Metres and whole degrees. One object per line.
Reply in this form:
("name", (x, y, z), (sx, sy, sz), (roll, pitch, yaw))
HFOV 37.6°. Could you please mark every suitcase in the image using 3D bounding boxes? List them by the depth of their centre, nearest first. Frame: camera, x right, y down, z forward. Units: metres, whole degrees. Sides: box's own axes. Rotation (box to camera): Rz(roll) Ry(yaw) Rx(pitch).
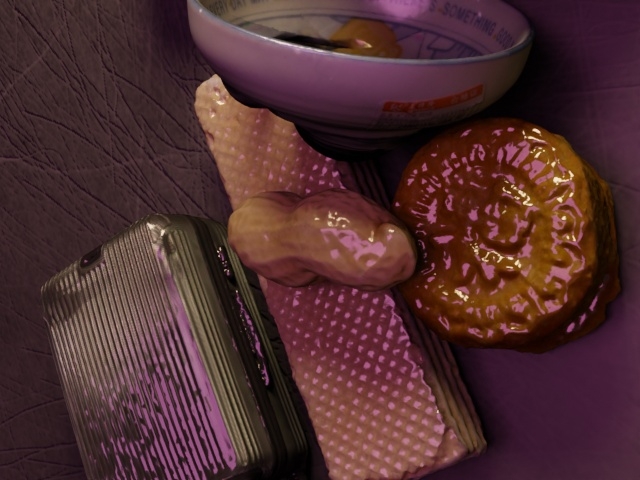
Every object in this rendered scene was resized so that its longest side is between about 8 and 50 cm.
("suitcase", (-0.143, 0.139, 0.909), (0.202, 0.128, 0.312), (-29, 72, 27))

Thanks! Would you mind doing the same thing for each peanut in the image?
("peanut", (0.000, 0.000, 0.757), (0.187, 0.082, 0.082), (0, 87, 44))

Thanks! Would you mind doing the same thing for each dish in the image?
("dish", (0.024, -0.131, 0.766), (0.273, 0.273, 0.134), (27, 124, 30))

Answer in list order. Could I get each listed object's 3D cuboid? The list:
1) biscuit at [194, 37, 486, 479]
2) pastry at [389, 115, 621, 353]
("biscuit", (0.006, 0.014, 0.854), (0.144, 0.078, 0.426), (-29, 72, 28))
("pastry", (0.145, -0.001, 0.752), (0.188, 0.103, 0.189), (-2, 87, 32))
